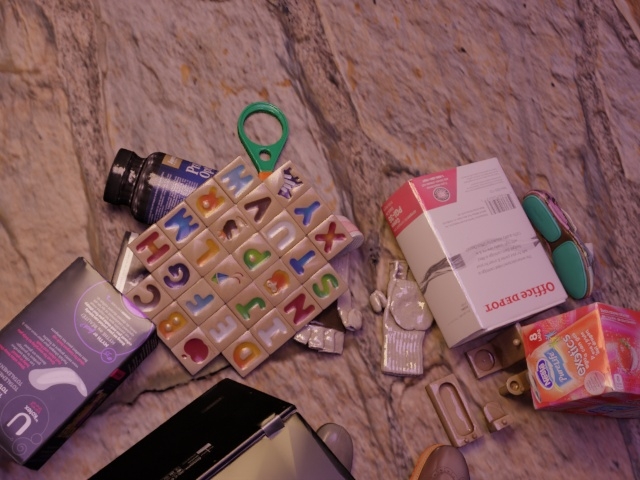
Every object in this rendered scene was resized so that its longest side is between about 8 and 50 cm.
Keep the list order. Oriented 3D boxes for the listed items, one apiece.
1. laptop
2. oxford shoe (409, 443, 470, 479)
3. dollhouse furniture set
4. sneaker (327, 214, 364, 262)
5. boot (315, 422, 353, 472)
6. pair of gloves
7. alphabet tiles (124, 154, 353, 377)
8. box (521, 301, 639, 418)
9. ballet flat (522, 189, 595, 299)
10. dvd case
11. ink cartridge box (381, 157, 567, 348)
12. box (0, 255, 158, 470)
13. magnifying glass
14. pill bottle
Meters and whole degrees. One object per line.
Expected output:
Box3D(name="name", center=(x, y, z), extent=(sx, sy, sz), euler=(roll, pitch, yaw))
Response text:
Box3D(name="laptop", center=(-0.152, 0.419, 1.281), extent=(0.382, 0.408, 0.236), euler=(-35, 106, -22))
Box3D(name="oxford shoe", center=(0.208, 0.450, 1.386), extent=(0.130, 0.133, 0.363), euler=(31, 39, -21))
Box3D(name="dollhouse furniture set", center=(0.273, 0.241, 1.533), extent=(0.151, 0.123, 0.144), euler=(-20, 75, -19))
Box3D(name="sneaker", center=(0.000, 0.000, 1.579), extent=(0.134, 0.051, 0.070), euler=(-23, 53, -13))
Box3D(name="boot", center=(0.008, 0.380, 1.396), extent=(0.083, 0.161, 0.246), euler=(26, 63, -5))
Box3D(name="pair of gloves", center=(0.081, 0.112, 1.582), extent=(0.240, 0.042, 0.204), euler=(16, 67, -8))
Box3D(name="alphabet tiles", center=(-0.127, 0.043, 1.490), extent=(0.342, 0.011, 0.285), euler=(-40, 103, -5))
Box3D(name="box", center=(0.485, 0.204, 1.519), extent=(0.300, 0.154, 0.142), euler=(12, 63, -38))
Box3D(name="ballet flat", center=(0.449, -0.001, 1.700), extent=(0.079, 0.077, 0.221), euler=(-17, 73, -39))
Box3D(name="dvd case", center=(-0.234, 0.088, 1.531), extent=(0.221, 0.018, 0.164), euler=(15, 69, -8))
Box3D(name="ink cartridge box", center=(0.262, 0.020, 1.598), extent=(0.207, 0.117, 0.283), euler=(-15, 74, -31))
Box3D(name="box", center=(-0.390, 0.184, 1.381), extent=(0.165, 0.143, 0.270), euler=(42, 72, 5))
Box3D(name="magnifying glass", center=(-0.098, -0.140, 1.647), extent=(0.092, 0.026, 0.230), euler=(0, 68, -13))
Box3D(name="pill bottle", center=(-0.237, -0.074, 1.534), extent=(0.219, 0.123, 0.122), euler=(18, 67, -6))
